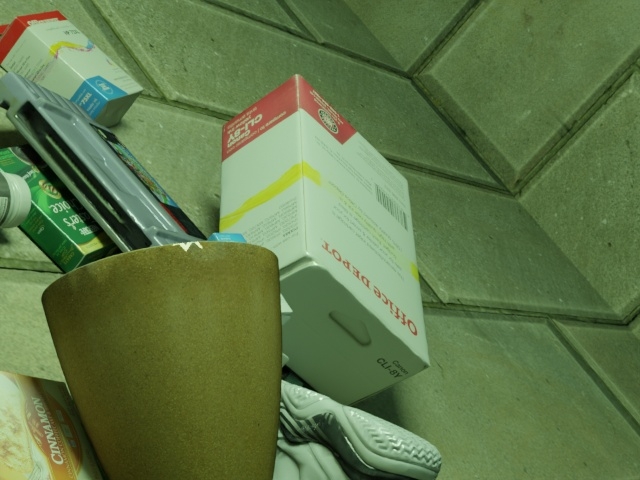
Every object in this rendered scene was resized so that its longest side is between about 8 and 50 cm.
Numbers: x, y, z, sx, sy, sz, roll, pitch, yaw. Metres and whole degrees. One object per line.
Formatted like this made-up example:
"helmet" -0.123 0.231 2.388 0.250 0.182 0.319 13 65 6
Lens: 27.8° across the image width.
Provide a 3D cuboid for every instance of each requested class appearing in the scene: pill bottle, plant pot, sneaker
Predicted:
"pill bottle" -0.402 -0.048 1.482 0.078 0.078 0.137 50 22 21
"plant pot" -0.131 0.158 1.255 0.237 0.237 0.254 11 62 -54
"sneaker" -0.046 0.256 1.355 0.137 0.210 0.366 29 -9 -39

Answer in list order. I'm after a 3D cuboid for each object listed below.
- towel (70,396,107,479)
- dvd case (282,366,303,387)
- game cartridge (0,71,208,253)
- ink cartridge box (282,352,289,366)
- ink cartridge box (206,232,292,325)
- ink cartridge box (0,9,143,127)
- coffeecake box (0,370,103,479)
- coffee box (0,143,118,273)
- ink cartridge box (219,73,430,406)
"towel" -0.131 0.289 1.357 0.325 0.038 0.248 51 22 23
"dvd case" -0.071 0.184 1.701 0.087 0.013 0.119 43 22 2
"game cartridge" -0.267 -0.068 1.718 0.355 0.068 0.230 47 10 14
"ink cartridge box" -0.138 0.140 1.540 0.181 0.104 0.061 35 23 -16
"ink cartridge box" -0.101 0.065 1.478 0.052 0.088 0.122 1 48 -55
"ink cartridge box" -0.392 -0.266 1.926 0.231 0.078 0.134 42 21 2
"coffeecake box" -0.307 0.190 1.196 0.185 0.068 0.142 18 32 -46
"coffee box" -0.342 -0.042 1.627 0.184 0.040 0.113 45 20 7
"ink cartridge box" 0.000 0.000 1.822 0.279 0.160 0.384 43 28 -34
